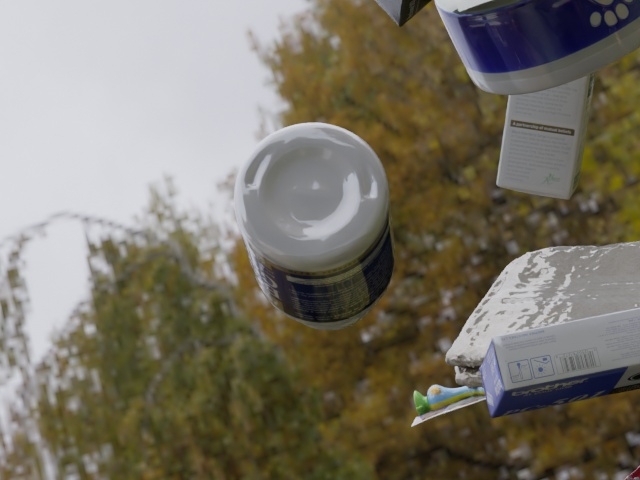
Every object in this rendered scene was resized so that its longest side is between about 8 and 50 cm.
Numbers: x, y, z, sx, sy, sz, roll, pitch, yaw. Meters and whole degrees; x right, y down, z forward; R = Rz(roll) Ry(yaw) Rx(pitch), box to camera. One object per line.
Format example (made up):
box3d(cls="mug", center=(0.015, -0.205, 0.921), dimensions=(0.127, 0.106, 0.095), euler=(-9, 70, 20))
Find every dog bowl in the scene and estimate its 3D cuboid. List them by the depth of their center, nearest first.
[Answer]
box3d(cls="dog bowl", center=(0.258, -0.271, 1.847), dimensions=(0.265, 0.265, 0.104), euler=(-26, -66, 9))

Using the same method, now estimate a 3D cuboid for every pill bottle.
box3d(cls="pill bottle", center=(0.000, 0.000, 1.099), dimensions=(0.094, 0.094, 0.169), euler=(-18, -21, -2))

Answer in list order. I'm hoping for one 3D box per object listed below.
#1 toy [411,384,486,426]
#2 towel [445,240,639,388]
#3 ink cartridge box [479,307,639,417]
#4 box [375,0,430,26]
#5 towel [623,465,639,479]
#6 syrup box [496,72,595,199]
box3d(cls="toy", center=(0.228, 0.168, 2.228), dimensions=(0.237, 0.056, 0.137), euler=(-24, 2, 15))
box3d(cls="towel", center=(0.266, 0.068, 1.589), dimensions=(0.282, 0.187, 0.049), euler=(-4, -58, 38))
box3d(cls="ink cartridge box", center=(0.229, 0.085, 1.315), dimensions=(0.207, 0.046, 0.097), euler=(-11, -17, -4))
box3d(cls="box", center=(0.119, -0.338, 1.697), dimensions=(0.184, 0.103, 0.261), euler=(-39, -8, -7))
box3d(cls="towel", center=(0.390, 0.254, 1.629), dimensions=(0.275, 0.199, 0.031), euler=(-35, 8, -21))
box3d(cls="syrup box", center=(0.279, -0.179, 2.090), dimensions=(0.096, 0.093, 0.237), euler=(11, -74, 11))
